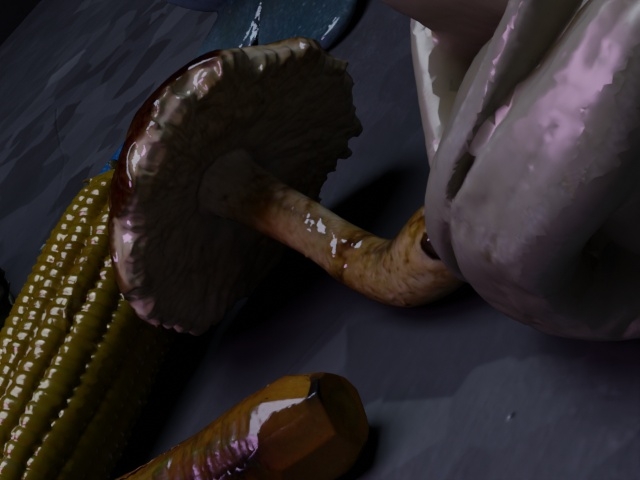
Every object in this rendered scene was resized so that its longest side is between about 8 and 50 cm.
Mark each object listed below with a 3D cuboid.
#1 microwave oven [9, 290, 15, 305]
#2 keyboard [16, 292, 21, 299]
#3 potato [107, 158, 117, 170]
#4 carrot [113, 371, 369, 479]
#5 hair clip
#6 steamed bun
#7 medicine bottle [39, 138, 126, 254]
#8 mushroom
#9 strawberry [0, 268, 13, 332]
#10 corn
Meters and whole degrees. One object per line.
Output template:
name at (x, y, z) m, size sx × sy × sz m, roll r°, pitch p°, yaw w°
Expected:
microwave oven at (-0.525, 0.069, 1.377) m, size 0.247 × 0.333 × 0.394 m, roll -55°, pitch 23°, yaw -1°
keyboard at (-0.318, 0.091, 1.397) m, size 0.053 × 0.010 × 0.155 m, roll -34°, pitch 24°, yaw 23°
potato at (-0.170, -0.019, 1.228) m, size 0.117 × 0.090 × 0.225 m, roll -31°, pitch 29°, yaw 20°
carrot at (-0.081, 0.151, 0.805) m, size 0.260 × 0.070 × 0.070 m, roll -31°, pitch 26°, yaw 32°
hair clip at (-0.087, -0.366, 1.510) m, size 0.318 × 0.238 × 0.392 m, roll -25°, pitch 30°, yaw 45°
steamed bun at (0.172, -0.147, 0.646) m, size 0.342 × 0.255 × 0.368 m, roll -30°, pitch 24°, yaw 35°
medicine bottle at (-0.229, -0.046, 1.432) m, size 0.051 × 0.051 × 0.191 m, roll -12°, pitch 38°, yaw 53°
mushroom at (-0.035, 0.000, 0.892) m, size 0.208 × 0.233 × 0.302 m, roll -6°, pitch 34°, yaw -14°
strawberry at (-0.316, 0.166, 1.154) m, size 0.286 × 0.106 × 0.188 m, roll -58°, pitch 18°, yaw 0°
corn at (-0.183, 0.093, 0.996) m, size 0.131 × 0.131 × 0.344 m, roll -22°, pitch 38°, yaw 44°
